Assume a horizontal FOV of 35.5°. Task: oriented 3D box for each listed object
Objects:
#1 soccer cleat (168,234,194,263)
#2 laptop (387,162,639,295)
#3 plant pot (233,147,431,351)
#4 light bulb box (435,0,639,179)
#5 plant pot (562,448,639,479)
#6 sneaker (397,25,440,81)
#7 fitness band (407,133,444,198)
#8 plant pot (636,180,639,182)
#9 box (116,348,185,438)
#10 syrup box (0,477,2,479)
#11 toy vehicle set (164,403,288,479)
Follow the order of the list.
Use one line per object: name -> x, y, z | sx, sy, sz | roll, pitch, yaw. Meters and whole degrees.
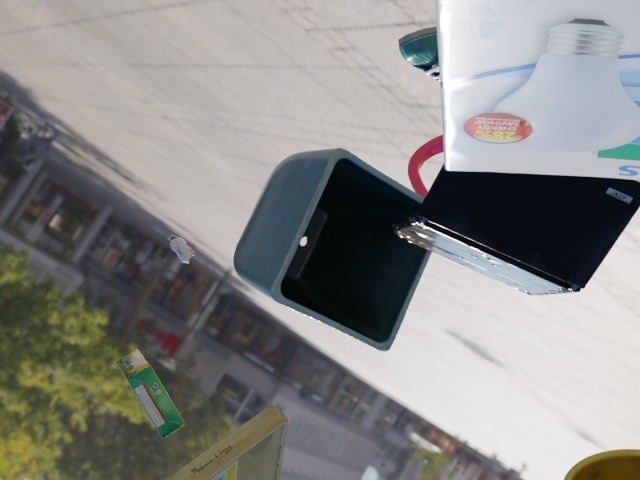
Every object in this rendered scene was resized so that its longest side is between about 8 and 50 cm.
soccer cleat -> -0.239, 0.014, 1.703 | 0.035, 0.029, 0.083 | 36, -174, -28
laptop -> 0.238, -0.036, 1.273 | 0.234, 0.137, 0.264 | 24, 173, -5
plant pot -> 0.000, 0.000, 1.616 | 0.247, 0.247, 0.252 | 28, 174, -33
light bulb box -> 0.290, -0.223, 0.913 | 0.357, 0.225, 0.361 | 5, 159, 11
plant pot -> 0.478, 0.481, 1.485 | 0.253, 0.239, 0.254 | -2, -156, 1
sneaker -> 0.270, -0.316, 1.871 | 0.302, 0.121, 0.108 | 6, 163, -40
fitness band -> 0.303, -0.139, 2.165 | 0.291, 0.209, 0.054 | -108, -6, -52
plant pot -> 0.577, -0.246, 1.782 | 0.195, 0.290, 0.290 | 34, 173, -32
box -> -0.253, 0.219, 1.465 | 0.105, 0.043, 0.179 | 61, 168, -9
syrup box -> -0.595, 0.426, 1.497 | 0.096, 0.237, 0.093 | 31, 166, 42
toy vehicle set -> -0.158, 0.363, 1.429 | 0.035, 0.266, 0.166 | 36, 137, 27
